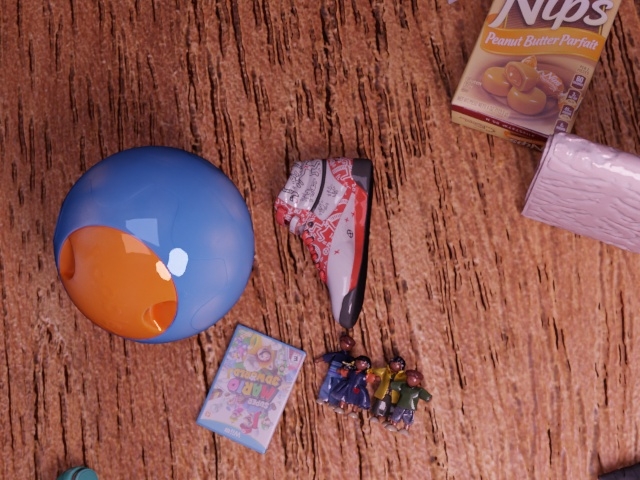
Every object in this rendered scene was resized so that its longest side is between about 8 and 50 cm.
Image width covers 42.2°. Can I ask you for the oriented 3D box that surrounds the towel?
[{"bbox_3d":[0.444,-0.038,1.107,0.331,0.317,0.054,18,82,11],"label":"towel"}]

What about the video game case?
[{"bbox_3d":[-0.107,0.229,1.286,0.119,0.015,0.166,21,83,12],"label":"video game case"}]

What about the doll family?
[{"bbox_3d":[0.074,0.209,1.235,0.192,0.076,0.112,15,86,14],"label":"doll family"}]

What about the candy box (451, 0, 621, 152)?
[{"bbox_3d":[0.344,-0.309,1.293,0.182,0.087,0.317,21,82,12],"label":"candy box"}]

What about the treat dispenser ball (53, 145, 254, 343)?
[{"bbox_3d":[-0.239,0.006,1.212,0.288,0.288,0.288,-2,78,8],"label":"treat dispenser ball"}]

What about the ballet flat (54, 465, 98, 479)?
[{"bbox_3d":[-0.358,0.468,1.250,0.087,0.083,0.248,-23,75,28],"label":"ballet flat"}]

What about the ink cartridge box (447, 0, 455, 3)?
[{"bbox_3d":[0.201,-0.462,1.345,0.052,0.088,0.123,-28,76,2],"label":"ink cartridge box"}]

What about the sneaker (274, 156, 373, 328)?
[{"bbox_3d":[0.000,0.000,1.281,0.144,0.090,0.270,3,76,10],"label":"sneaker"}]

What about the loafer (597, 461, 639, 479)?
[{"bbox_3d":[0.422,0.351,1.152,0.078,0.076,0.223,44,91,6],"label":"loafer"}]
